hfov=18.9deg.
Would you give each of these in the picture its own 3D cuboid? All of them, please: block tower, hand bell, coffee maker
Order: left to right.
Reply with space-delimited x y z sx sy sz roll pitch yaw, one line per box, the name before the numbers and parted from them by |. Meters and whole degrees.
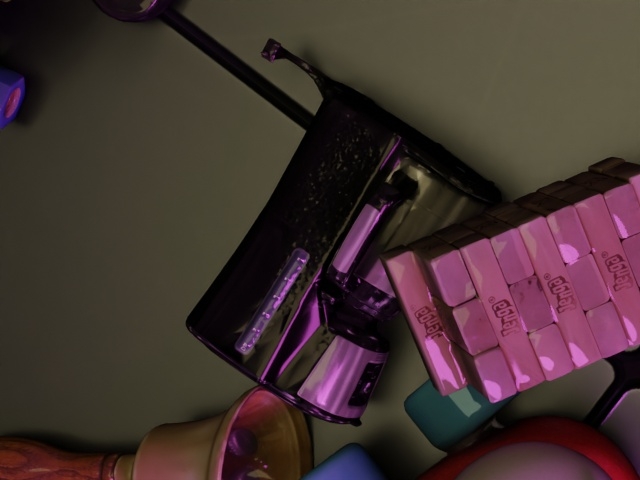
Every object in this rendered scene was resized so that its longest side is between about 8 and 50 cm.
hand bell | -0.139 0.152 1.244 0.242 0.126 0.126 0 92 26
coffee maker | 0.000 0.000 1.195 0.171 0.120 0.178 40 101 39
block tower | 0.209 -0.012 1.089 0.335 0.097 0.091 -23 98 -4

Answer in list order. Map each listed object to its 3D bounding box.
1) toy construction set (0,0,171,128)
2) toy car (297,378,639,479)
toy construction set | -0.257 -0.227 1.172 0.257 0.237 0.309 -43 82 12
toy car | 0.100 0.185 1.086 0.210 0.238 0.219 -37 84 -3
